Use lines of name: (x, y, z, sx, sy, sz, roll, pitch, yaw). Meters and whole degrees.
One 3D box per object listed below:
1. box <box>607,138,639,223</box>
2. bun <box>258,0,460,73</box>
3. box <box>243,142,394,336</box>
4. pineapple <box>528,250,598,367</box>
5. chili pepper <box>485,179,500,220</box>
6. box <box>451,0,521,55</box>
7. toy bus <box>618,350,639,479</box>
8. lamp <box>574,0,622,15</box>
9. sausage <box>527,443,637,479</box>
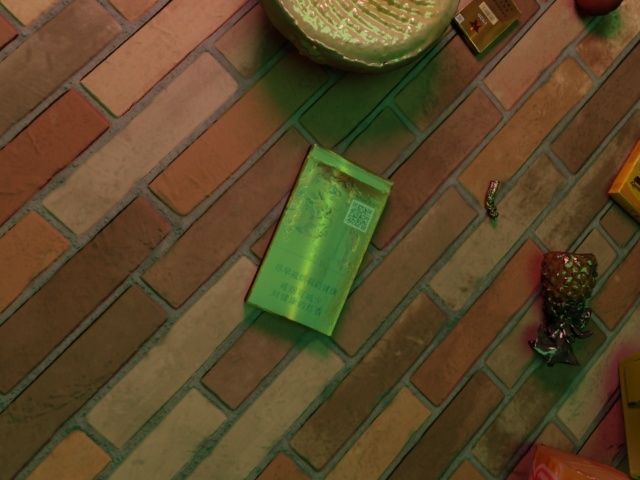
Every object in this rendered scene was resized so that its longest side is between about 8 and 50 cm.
box: (0.748, -0.164, 1.199, 0.152, 0.043, 0.269, 38, 80, -11)
bun: (0.054, -0.461, 0.943, 0.363, 0.202, 0.365, -2, 97, -15)
box: (0.000, 0.000, 1.004, 0.172, 0.043, 0.312, 24, 84, -13)
pineapple: (0.485, 0.140, 1.102, 0.111, 0.119, 0.238, -1, 95, -59)
chili pepper: (0.345, -0.080, 1.106, 0.027, 0.022, 0.084, 4, 84, -13)
box: (0.332, -0.449, 1.105, 0.133, 0.023, 0.090, -44, 98, -11)
toy bus: (0.686, 0.345, 1.089, 0.149, 0.128, 0.262, 20, 57, -12)
lamp: (0.578, -0.513, 1.137, 0.101, 0.090, 0.101, -8, 69, 21)
sausage: (0.484, 0.568, 1.029, 0.232, 0.233, 0.288, 18, 85, -14)
